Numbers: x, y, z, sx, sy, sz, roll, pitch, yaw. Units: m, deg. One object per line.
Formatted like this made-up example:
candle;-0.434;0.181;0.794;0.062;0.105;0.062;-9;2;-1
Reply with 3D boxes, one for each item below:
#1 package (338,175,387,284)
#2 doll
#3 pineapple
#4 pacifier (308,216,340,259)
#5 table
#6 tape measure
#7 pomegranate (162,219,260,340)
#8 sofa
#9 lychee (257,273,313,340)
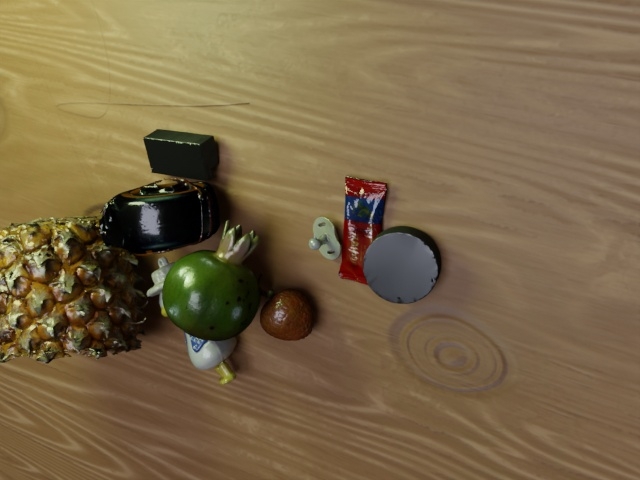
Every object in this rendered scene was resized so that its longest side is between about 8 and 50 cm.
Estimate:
package;0.076;-0.015;1.191;0.083;0.022;0.200;11;109;24
doll;-0.262;0.165;1.350;0.293;0.119;0.138;62;154;0
pineapple;-0.530;0.101;1.350;0.353;0.352;0.300;-2;92;27
pacifier;0.000;0.000;1.209;0.068;0.064;0.083;-12;97;46
table;0.143;0.043;1.148;0.134;0.043;0.133;5;108;16
tape measure;-0.305;-0.051;1.270;0.223;0.202;0.135;-4;104;20
pomegranate;-0.190;0.075;1.214;0.187;0.187;0.225;29;100;18
sofa;-0.277;-0.175;1.316;0.147;0.060;0.085;9;123;25
lychee;-0.077;0.137;1.260;0.140;0.114;0.101;22;88;3
